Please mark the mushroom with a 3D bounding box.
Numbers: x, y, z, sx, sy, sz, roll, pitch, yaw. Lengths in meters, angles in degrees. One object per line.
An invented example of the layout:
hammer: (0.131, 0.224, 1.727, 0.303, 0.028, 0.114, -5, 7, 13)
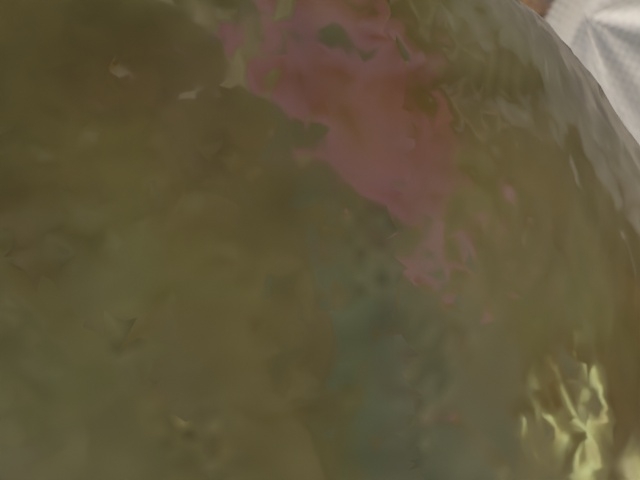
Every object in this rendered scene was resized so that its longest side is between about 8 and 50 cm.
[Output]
mushroom: (-0.074, 0.054, 0.395, 0.292, 0.212, 0.217, -21, -38, 25)
